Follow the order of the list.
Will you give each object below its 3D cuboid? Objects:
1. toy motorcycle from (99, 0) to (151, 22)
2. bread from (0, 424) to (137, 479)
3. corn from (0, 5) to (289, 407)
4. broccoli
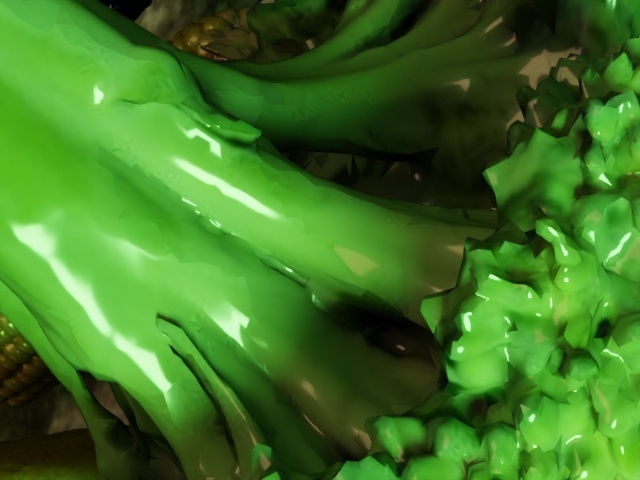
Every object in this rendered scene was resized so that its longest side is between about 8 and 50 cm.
[{"bbox_3d":[-0.039,-0.201,0.626,0.331,0.125,0.196,-23,37,54],"label":"toy motorcycle"},{"bbox_3d":[-0.162,0.155,0.680,0.245,0.174,0.121,-26,85,39],"label":"bread"},{"bbox_3d":[-0.097,-0.008,0.706,0.248,0.081,0.081,-44,55,29],"label":"corn"},{"bbox_3d":[0.022,0.006,0.450,0.249,0.302,0.375,0,53,26],"label":"broccoli"}]
